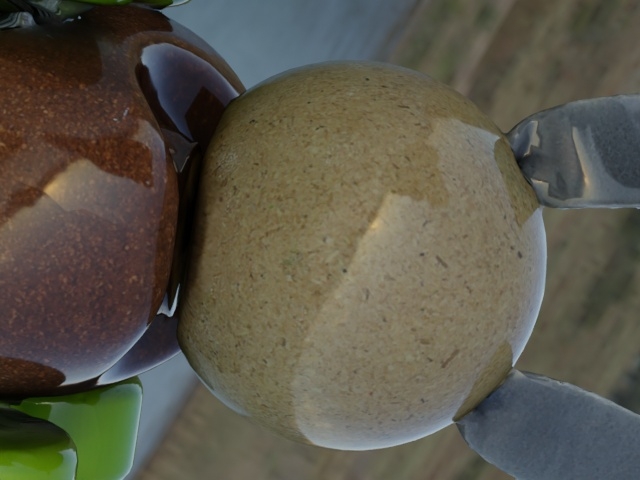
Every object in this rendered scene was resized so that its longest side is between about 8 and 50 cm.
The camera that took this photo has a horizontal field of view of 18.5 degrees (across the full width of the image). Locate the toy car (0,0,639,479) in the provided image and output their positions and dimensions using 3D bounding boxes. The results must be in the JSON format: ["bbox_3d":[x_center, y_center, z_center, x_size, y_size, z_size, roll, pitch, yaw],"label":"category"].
[{"bbox_3d":[0.000,0.000,0.460,0.149,0.188,0.155,-51,149,-81],"label":"toy car"}]
